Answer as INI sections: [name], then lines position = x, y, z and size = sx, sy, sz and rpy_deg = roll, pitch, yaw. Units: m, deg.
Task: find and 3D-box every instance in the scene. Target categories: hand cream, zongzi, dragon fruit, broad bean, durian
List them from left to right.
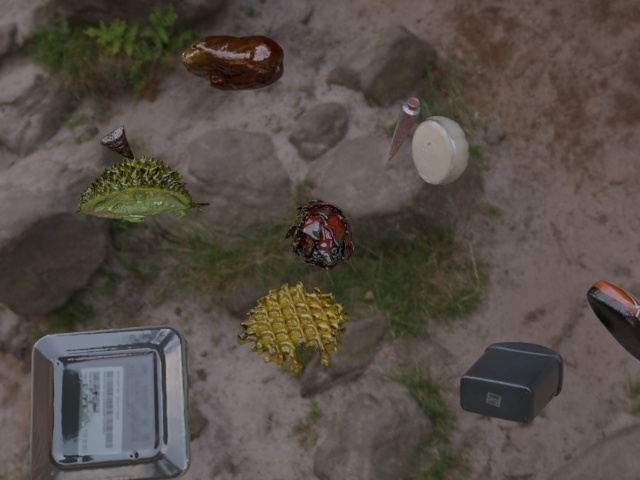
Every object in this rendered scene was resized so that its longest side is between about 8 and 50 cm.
[zongzi]
position = -0.476, -0.225, 1.778
size = 0.073, 0.083, 0.067
rpy_deg = 26, 65, 40
[durian]
position = -0.274, -0.078, 1.207
size = 0.215, 0.100, 0.086
rpy_deg = -3, 43, -22
[broad bean]
position = -0.192, -0.391, 1.687
size = 0.228, 0.122, 0.156
rpy_deg = -2, 13, 5
[dragon fruit]
position = 0.002, -0.007, 1.956
size = 0.182, 0.182, 0.189
rpy_deg = 1, 63, 35
[hand cream]
position = 0.196, -0.262, 1.844
size = 0.043, 0.210, 0.067
rpy_deg = 25, 57, 5

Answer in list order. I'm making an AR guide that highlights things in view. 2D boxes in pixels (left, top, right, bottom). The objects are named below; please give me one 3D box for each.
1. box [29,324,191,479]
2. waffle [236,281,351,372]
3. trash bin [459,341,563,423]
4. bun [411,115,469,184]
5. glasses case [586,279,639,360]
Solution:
[box]
position = -0.496, 0.396, 1.825
size = 0.372, 0.090, 0.367
rpy_deg = -5, 75, -2
[waffle]
position = -0.056, 0.188, 1.718
size = 0.228, 0.051, 0.232
rpy_deg = 20, 50, 17
[trash bin]
position = 0.416, 0.299, 1.646
size = 0.176, 0.101, 0.236
rpy_deg = 7, 15, 31
[bun]
position = 0.253, -0.181, 1.527
size = 0.094, 0.138, 0.138
rpy_deg = -9, 32, -27
[glasses case]
position = 0.525, 0.147, 1.272
size = 0.067, 0.266, 0.103
rpy_deg = -49, 42, 4
